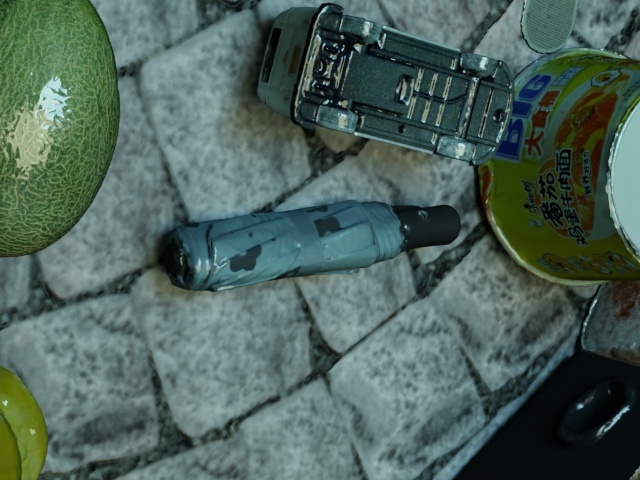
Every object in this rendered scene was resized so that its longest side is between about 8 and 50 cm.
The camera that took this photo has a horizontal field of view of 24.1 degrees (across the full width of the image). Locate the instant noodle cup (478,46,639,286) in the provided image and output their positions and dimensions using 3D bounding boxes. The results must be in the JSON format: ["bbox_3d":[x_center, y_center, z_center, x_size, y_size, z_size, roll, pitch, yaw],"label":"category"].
[{"bbox_3d":[0.247,-0.051,1.175,0.205,0.153,0.205,-4,98,-25],"label":"instant noodle cup"}]

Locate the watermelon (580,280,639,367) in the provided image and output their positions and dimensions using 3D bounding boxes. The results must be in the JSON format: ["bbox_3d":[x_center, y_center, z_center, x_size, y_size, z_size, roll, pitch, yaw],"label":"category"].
[{"bbox_3d":[0.333,0.094,1.277,0.201,0.262,0.213,-29,124,4],"label":"watermelon"}]

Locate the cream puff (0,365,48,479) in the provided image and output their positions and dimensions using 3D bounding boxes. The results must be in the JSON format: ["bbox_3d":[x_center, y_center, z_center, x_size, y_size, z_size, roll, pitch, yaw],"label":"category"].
[{"bbox_3d":[-0.266,0.155,0.869,0.221,0.194,0.195,-12,107,-28],"label":"cream puff"}]

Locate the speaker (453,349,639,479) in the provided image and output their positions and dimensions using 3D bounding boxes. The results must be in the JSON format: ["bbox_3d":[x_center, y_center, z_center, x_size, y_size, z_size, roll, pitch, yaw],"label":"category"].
[{"bbox_3d":[0.234,0.262,1.218,0.254,0.184,0.232,-43,114,-16],"label":"speaker"}]

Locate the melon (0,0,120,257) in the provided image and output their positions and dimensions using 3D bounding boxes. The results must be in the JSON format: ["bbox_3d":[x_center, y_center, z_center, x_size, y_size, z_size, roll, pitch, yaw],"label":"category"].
[{"bbox_3d":[-0.189,-0.067,0.888,0.139,0.139,0.192,13,89,-37],"label":"melon"}]

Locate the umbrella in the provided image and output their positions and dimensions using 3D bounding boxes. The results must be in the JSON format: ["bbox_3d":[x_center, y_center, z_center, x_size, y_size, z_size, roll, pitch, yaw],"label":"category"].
[{"bbox_3d":[0.001,0.000,1.091,0.250,0.053,0.052,-7,104,-34],"label":"umbrella"}]

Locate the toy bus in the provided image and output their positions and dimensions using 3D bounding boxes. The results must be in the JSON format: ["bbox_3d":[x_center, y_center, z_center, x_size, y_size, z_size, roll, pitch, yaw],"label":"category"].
[{"bbox_3d":[0.047,-0.110,1.076,0.194,0.089,0.087,10,96,-37],"label":"toy bus"}]

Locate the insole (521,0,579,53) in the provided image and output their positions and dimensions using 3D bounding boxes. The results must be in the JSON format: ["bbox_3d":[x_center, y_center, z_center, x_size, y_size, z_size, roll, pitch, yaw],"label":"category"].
[{"bbox_3d":[0.207,-0.263,1.208,0.080,0.003,0.232,16,91,-37],"label":"insole"}]
